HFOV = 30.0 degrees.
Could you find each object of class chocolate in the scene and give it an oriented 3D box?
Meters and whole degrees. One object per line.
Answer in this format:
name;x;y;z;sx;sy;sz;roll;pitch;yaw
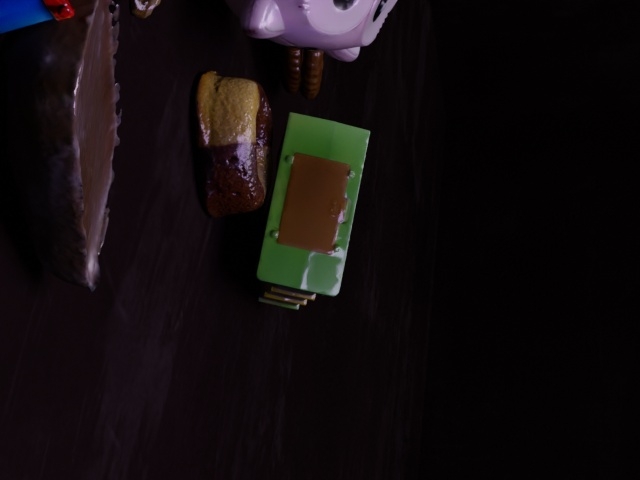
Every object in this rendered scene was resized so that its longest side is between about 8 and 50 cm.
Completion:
chocolate;-0.210;-0.088;0.943;0.261;0.083;0.161;100;-4;-53

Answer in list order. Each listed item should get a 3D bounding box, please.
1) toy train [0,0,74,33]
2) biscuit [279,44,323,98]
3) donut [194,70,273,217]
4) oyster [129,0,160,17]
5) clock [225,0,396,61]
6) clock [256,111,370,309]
toy train;-0.223;-0.249;0.862;0.083;0.131;0.204;60;19;-54
biscuit;-0.029;-0.320;1.771;0.220;0.066;0.220;-178;-90;-87
donut;-0.105;-0.120;1.488;0.166;0.073;0.184;-6;96;-80
oyster;-0.193;-0.386;1.139;0.129;0.078;0.345;-30;121;-52
clock;-0.014;-0.425;1.473;0.368;0.250;0.376;-1;101;-61
clock;-0.030;-0.027;1.609;0.255;0.106;0.220;139;-37;-77
